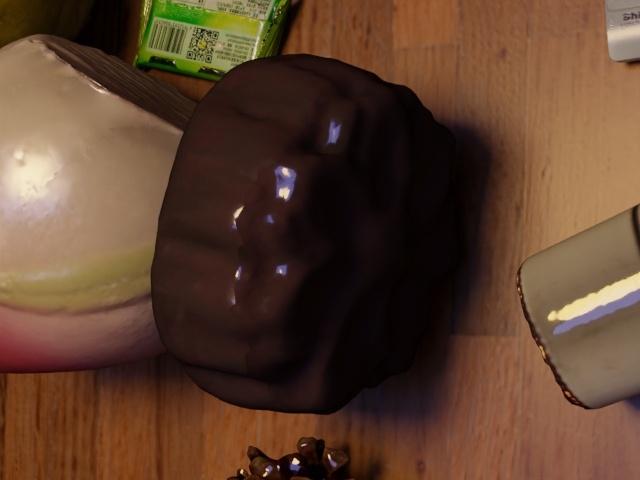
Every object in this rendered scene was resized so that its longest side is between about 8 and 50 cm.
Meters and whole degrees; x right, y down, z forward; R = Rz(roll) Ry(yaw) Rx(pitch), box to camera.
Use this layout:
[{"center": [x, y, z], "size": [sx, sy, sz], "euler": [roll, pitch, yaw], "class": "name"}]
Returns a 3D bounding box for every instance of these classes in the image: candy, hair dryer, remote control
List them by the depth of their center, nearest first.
[{"center": [0.302, 0.137, 0.834], "size": [0.203, 0.128, 0.362], "euler": [-28, 80, 24], "class": "hair dryer"}, {"center": [0.254, -0.221, 0.935], "size": [0.061, 0.029, 0.162], "euler": [-4, 79, 27], "class": "remote control"}, {"center": [-0.108, -0.199, 1.137], "size": [0.178, 0.032, 0.102], "euler": [16, 90, 31], "class": "candy"}]

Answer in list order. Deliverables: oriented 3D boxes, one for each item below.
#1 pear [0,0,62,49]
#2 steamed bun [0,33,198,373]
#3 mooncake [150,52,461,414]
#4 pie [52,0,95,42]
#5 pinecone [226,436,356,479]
[{"center": [-0.395, -0.228, 1.048], "size": [0.287, 0.375, 0.287], "euler": [8, 119, 14], "class": "pear"}, {"center": [-0.211, -0.006, 1.026], "size": [0.309, 0.309, 0.309], "euler": [-3, 84, 30], "class": "steamed bun"}, {"center": [0.000, 0.000, 0.918], "size": [0.141, 0.283, 0.283], "euler": [11, 91, 34], "class": "mooncake"}, {"center": [-0.360, -0.289, 1.264], "size": [0.338, 0.075, 0.337], "euler": [-3, 85, 29], "class": "pie"}, {"center": [-0.027, 0.272, 0.969], "size": [0.184, 0.179, 0.204], "euler": [-55, 17, 36], "class": "pinecone"}]
